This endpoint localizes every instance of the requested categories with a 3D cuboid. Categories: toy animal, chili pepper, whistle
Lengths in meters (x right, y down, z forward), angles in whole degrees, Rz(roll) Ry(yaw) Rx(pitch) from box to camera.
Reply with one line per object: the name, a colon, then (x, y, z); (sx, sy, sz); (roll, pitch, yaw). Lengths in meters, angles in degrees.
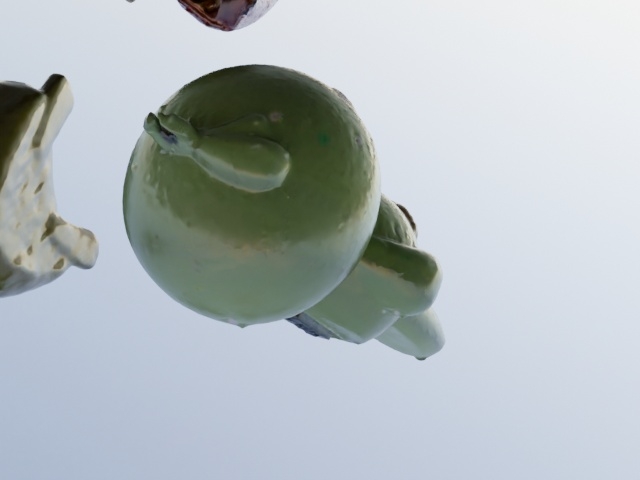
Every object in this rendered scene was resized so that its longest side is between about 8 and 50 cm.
toy animal: (-0.359, -0.062, 0.800); (0.363, 0.181, 0.180); (15, -144, 26)
chili pepper: (-0.061, -0.195, 0.710); (0.073, 0.070, 0.123); (0, -157, 18)
whistle: (0.002, -0.010, 0.543); (0.141, 0.141, 0.294); (33, -173, 33)

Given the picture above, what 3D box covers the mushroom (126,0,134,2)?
mushroom: (-0.073, -0.309, 0.738); (0.302, 0.208, 0.233); (-5, -170, 29)
